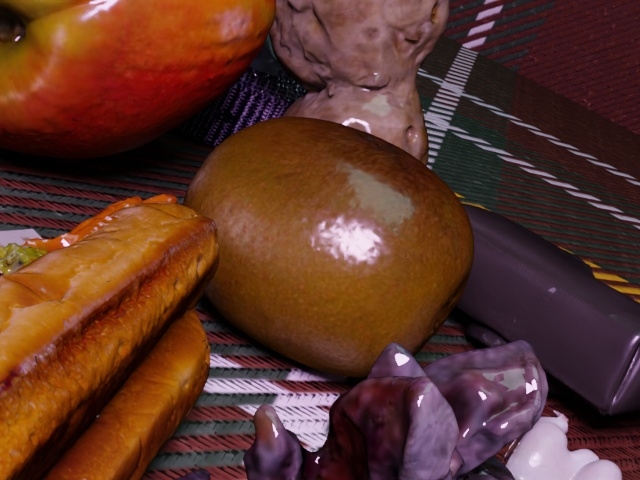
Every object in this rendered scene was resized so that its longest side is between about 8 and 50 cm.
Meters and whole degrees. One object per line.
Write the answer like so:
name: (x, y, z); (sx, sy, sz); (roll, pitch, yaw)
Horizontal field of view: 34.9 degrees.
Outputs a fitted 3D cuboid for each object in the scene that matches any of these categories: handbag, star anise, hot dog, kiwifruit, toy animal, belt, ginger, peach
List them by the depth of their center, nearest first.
star anise: (0.023, 0.146, 0.515); (0.129, 0.212, 0.283); (26, 11, 34)
hot dog: (-0.147, 0.074, 0.531); (0.117, 0.158, 0.349); (10, 20, 9)
toy animal: (0.193, 0.189, 0.754); (0.124, 0.071, 0.085); (34, 23, 18)
kiwifruit: (0.000, 0.000, 0.808); (0.234, 0.196, 0.196); (28, 21, 20)
peach: (-0.209, -0.225, 0.905); (0.289, 0.373, 0.372); (58, 19, -11)
ginger: (0.029, -0.162, 1.019); (0.176, 0.375, 0.256); (-7, 4, -30)
handbag: (0.255, 0.076, 1.021); (0.257, 0.113, 0.285); (12, 19, -45)
belt: (-0.111, -0.206, 1.224); (0.325, 0.122, 0.260); (21, 27, -16)

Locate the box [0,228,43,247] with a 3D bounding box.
box: (-0.242, 0.028, 0.691); (0.090, 0.024, 0.167); (40, 26, 27)
